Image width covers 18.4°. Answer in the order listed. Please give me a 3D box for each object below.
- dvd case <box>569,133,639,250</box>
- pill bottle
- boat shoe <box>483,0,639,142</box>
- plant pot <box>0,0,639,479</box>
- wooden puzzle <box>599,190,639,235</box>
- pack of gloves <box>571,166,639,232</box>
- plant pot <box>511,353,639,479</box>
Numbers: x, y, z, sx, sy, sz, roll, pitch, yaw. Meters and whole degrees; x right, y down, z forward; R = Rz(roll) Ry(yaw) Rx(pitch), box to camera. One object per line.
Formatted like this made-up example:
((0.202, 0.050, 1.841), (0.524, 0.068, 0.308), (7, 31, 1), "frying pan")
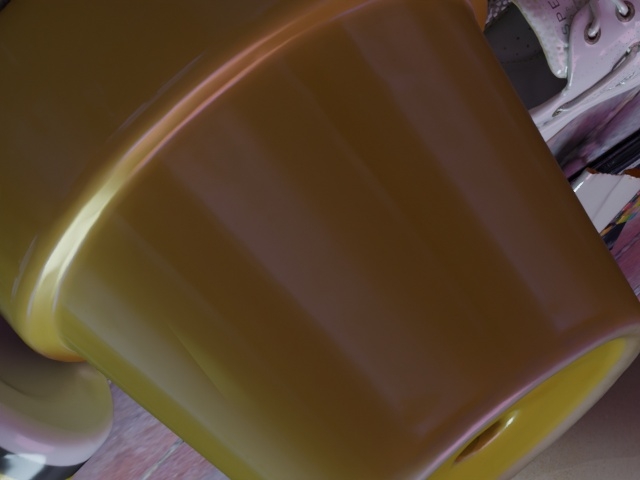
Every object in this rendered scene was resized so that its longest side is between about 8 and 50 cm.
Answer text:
((0.201, -0.003, 1.623), (0.164, 0.018, 0.221), (-33, 162, -20), "dvd case")
((-0.201, 0.115, 0.900), (0.208, 0.119, 0.119), (-46, 162, 20), "pill bottle")
((0.130, -0.117, 1.051), (0.277, 0.098, 0.096), (-44, 164, 16), "boat shoe")
((0.000, 0.000, 0.833), (0.254, 0.239, 0.254), (-36, 163, -12), "plant pot")
((0.260, -0.032, 1.632), (0.083, 0.006, 0.049), (-50, 161, 29), "wooden puzzle")
((0.106, 0.013, 1.457), (0.195, 0.046, 0.232), (3, 135, -47), "pack of gloves")
((0.175, 0.187, 1.732), (0.274, 0.256, 0.256), (11, 129, -48), "plant pot")
